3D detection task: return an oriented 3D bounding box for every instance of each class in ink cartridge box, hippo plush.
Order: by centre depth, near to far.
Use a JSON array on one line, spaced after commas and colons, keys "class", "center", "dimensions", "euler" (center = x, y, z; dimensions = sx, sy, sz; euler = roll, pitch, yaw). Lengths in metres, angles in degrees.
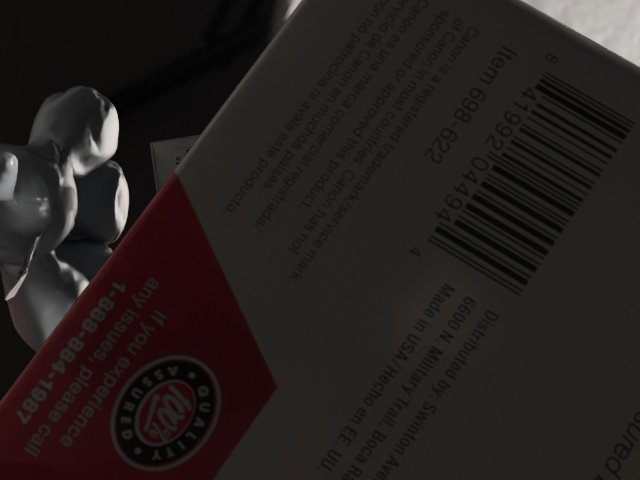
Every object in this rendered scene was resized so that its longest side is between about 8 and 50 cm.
[{"class": "ink cartridge box", "center": [0.103, 0.101, 0.674], "dimensions": [0.279, 0.385, 0.160], "euler": [-54, 166, -16]}, {"class": "hippo plush", "center": [-0.326, -0.013, 1.588], "dimensions": [0.237, 0.294, 0.234], "euler": [3, 109, 13]}]

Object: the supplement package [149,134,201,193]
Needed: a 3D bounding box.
[{"class": "supplement package", "center": [0.000, 0.000, 1.601], "dimensions": [0.263, 0.199, 0.198], "euler": [-9, 81, 3]}]
